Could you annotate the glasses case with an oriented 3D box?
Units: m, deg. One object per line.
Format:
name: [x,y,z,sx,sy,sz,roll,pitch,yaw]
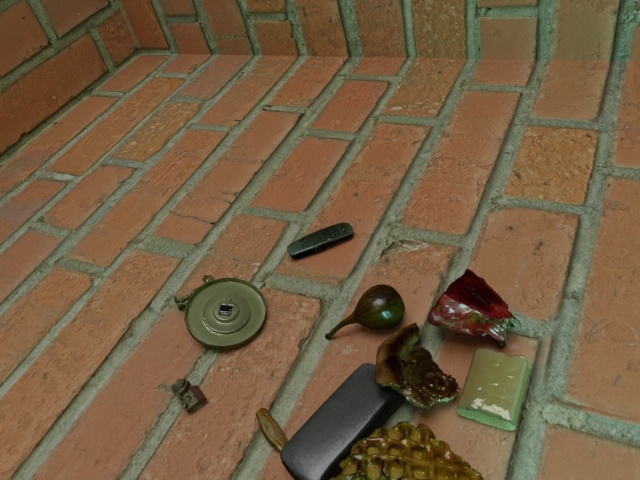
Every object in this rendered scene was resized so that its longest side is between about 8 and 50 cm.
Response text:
glasses case: [0.054,0.428,1.308,0.131,0.074,0.323,28,58,38]

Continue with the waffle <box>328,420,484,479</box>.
waffle: [0.187,0.510,1.084,0.261,0.151,0.324,-23,47,-32]

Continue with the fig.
fig: [0.110,0.202,1.512,0.236,0.124,0.124,-24,41,8]

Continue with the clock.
clock: [-0.274,0.207,1.629,0.235,0.029,0.235,2,49,-3]

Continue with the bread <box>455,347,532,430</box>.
bread: [0.403,0.339,1.305,0.139,0.060,0.178,9,48,25]

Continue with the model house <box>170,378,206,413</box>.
model house: [-0.344,0.402,1.475,0.058,0.057,0.083,-36,44,-14]

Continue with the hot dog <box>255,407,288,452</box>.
hot dog: [-0.120,0.461,1.362,0.044,0.028,0.137,-11,38,-34]

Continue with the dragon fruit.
dragon fruit: [0.385,0.194,1.411,0.211,0.134,0.262,31,23,23]

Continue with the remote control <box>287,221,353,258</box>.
remote control: [0.000,0.000,1.804,0.222,0.042,0.072,-22,43,-8]

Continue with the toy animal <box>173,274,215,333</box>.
toy animal: [-0.354,0.196,1.687,0.136,0.073,0.181,-26,44,-14]

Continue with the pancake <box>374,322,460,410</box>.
pancake: [0.209,0.297,1.348,0.212,0.056,0.257,1,30,-28]
